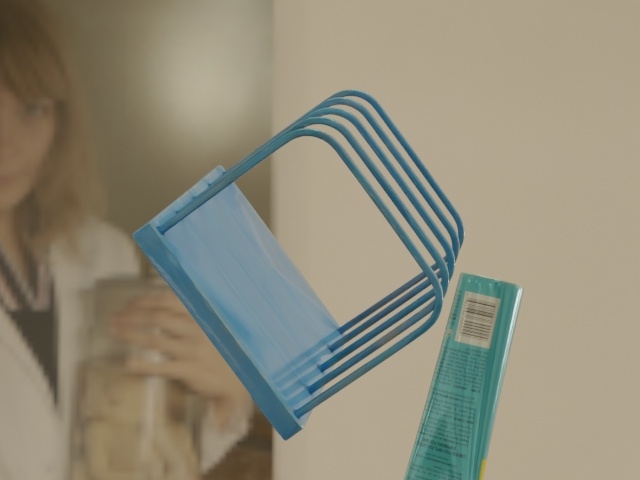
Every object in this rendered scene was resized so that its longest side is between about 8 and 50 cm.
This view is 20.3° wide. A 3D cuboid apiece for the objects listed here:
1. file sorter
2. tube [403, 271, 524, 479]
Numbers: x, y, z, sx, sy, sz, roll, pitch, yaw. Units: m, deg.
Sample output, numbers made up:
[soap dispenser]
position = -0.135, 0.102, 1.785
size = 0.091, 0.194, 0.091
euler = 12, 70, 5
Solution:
[file sorter]
position = 0.000, 0.000, 0.881
size = 0.104, 0.118, 0.170
euler = -36, 5, 13
[tube]
position = 0.112, 0.130, 1.414
size = 0.052, 0.207, 0.080
euler = 17, -4, -41
